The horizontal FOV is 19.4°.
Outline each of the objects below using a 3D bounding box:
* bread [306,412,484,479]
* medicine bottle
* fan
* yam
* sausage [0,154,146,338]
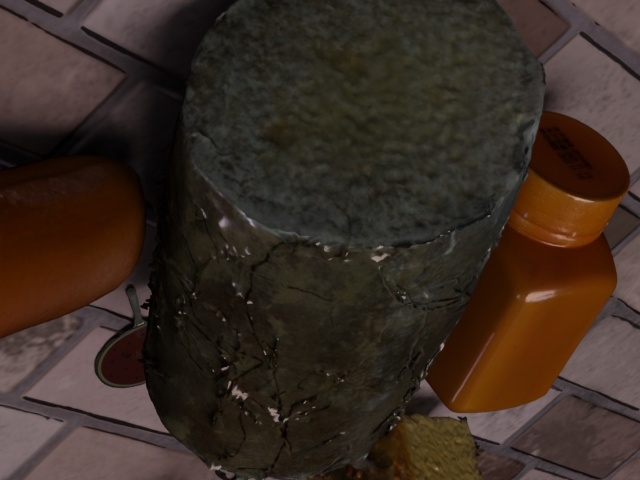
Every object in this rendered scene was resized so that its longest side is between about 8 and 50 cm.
[{"bbox_3d":[0.074,0.227,1.711,0.127,0.152,0.147,-39,148,30],"label":"bread"},{"bbox_3d":[0.150,0.013,1.481,0.112,0.149,0.222,-6,139,-35],"label":"medicine bottle"},{"bbox_3d":[-0.139,0.074,1.456,0.085,0.005,0.133,-23,147,-13],"label":"fan"},{"bbox_3d":[0.000,0.000,1.285,0.241,0.241,0.348,-14,146,-26],"label":"yam"},{"bbox_3d":[-0.209,0.011,1.173,0.274,0.105,0.105,-21,151,-54],"label":"sausage"}]
